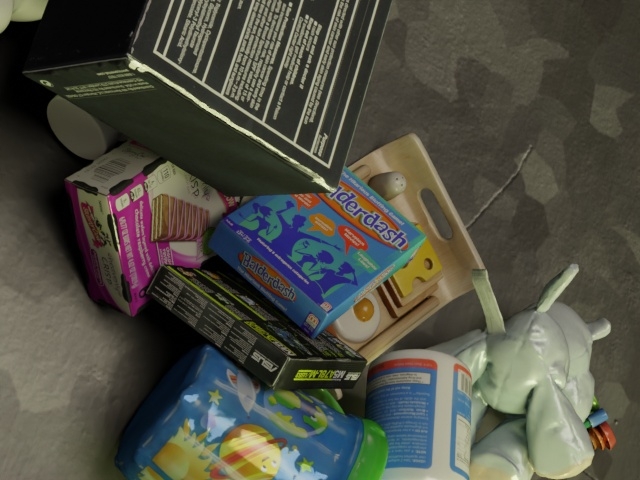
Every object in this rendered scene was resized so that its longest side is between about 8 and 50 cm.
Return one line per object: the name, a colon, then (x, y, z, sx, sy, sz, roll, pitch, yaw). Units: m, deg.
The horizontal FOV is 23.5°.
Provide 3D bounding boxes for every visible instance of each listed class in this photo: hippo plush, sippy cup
hippo plush: (0.237, 0.159, 1.931, 0.236, 0.234, 0.294, -27, 112, -69)
sippy cup: (-0.085, 0.233, 1.627, 0.224, 0.305, 0.240, 37, 89, -12)

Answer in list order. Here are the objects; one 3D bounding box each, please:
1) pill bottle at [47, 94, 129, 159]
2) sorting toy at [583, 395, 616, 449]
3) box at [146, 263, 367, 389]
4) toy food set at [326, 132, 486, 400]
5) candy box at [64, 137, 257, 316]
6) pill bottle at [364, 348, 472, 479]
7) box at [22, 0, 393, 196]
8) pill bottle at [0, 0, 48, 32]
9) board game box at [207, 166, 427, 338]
pill bottle: (-0.213, -0.173, 1.697, 0.108, 0.108, 0.180, 52, 53, -14)
sorting toy: (0.360, 0.241, 2.071, 0.042, 0.061, 0.102, -27, 88, -5)
box: (-0.066, 0.095, 1.667, 0.184, 0.190, 0.045, 5, 116, -61)
toy food set: (0.063, 0.026, 1.867, 0.306, 0.092, 0.220, -33, 99, -38)
candy box: (-0.161, -0.046, 1.683, 0.233, 0.071, 0.159, -39, 136, -38)
pill bottle: (0.107, 0.246, 1.743, 0.124, 0.124, 0.222, 24, 56, -31)
box: (-0.097, -0.234, 1.544, 0.294, 0.182, 0.296, 31, 68, -40)
pill bottle: (-0.296, -0.361, 1.617, 0.210, 0.210, 0.363, 53, 53, -14)
board game box: (0.000, 0.000, 1.725, 0.160, 0.047, 0.210, 40, 41, 12)
